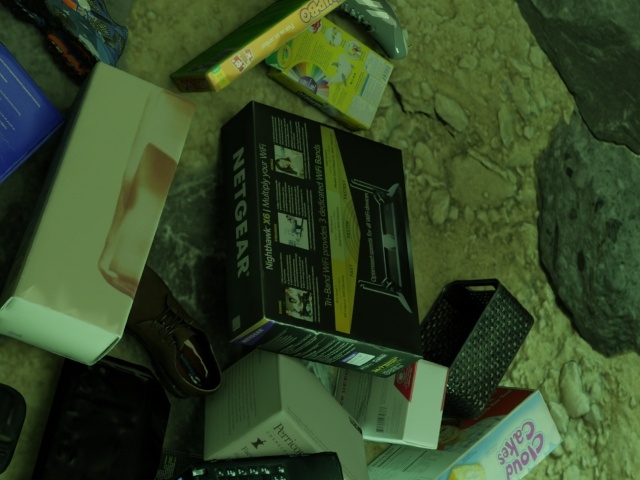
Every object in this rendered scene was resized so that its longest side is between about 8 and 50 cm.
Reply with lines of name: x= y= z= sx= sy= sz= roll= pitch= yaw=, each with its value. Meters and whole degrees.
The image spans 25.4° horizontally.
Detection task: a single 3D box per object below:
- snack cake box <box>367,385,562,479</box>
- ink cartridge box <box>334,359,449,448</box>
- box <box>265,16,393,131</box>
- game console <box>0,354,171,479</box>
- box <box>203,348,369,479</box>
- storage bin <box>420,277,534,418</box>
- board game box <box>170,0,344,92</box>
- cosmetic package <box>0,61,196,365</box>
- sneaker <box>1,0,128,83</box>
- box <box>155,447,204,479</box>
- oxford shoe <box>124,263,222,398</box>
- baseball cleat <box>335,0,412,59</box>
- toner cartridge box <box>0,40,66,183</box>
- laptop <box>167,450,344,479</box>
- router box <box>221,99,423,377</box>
snack cake box: x=0.177 y=0.301 z=1.904 sx=0.264 sy=0.152 sz=0.089 roll=-35 pitch=107 yaw=-30
ink cartridge box: x=0.088 y=0.210 z=1.850 sx=0.063 sy=0.150 sz=0.109 roll=17 pitch=78 yaw=-36
box: x=0.006 y=-0.231 z=1.885 sx=0.179 sy=0.043 sz=0.105 roll=32 pitch=71 yaw=-30
game console: x=-0.350 y=0.200 z=1.578 sx=0.361 sy=0.044 sz=0.213 roll=21 pitch=61 yaw=-16
box: x=-0.041 y=0.246 z=1.725 sx=0.119 sy=0.182 sz=0.181 roll=-36 pitch=112 yaw=13
storage bin: x=0.195 y=0.147 z=1.942 sx=0.084 sy=0.122 sz=0.180 roll=44 pitch=65 yaw=-24
board game box: x=-0.059 y=-0.267 z=1.765 sx=0.259 sy=0.124 sz=0.039 roll=-40 pitch=110 yaw=-17
cosmetic package: x=-0.254 y=-0.028 z=1.594 sx=0.129 sy=0.153 sz=0.296 roll=23 pitch=67 yaw=-16
sneaker: x=-0.309 y=-0.287 z=1.663 sx=0.221 sy=0.083 sz=0.087 roll=55 pitch=47 yaw=-25
box: x=-0.214 y=0.379 z=1.689 sx=0.216 sy=0.060 sz=0.270 roll=16 pitch=78 yaw=-33
oxford shoe: x=-0.188 y=0.094 z=1.703 sx=0.083 sy=0.096 sz=0.227 roll=-47 pitch=110 yaw=-25
baseball cleat: x=0.037 y=-0.319 z=1.906 sx=0.109 sy=0.072 sz=0.206 roll=-34 pitch=102 yaw=-17
toner cartridge box: x=-0.455 y=-0.208 z=1.550 sx=0.165 sy=0.075 sz=0.348 roll=-49 pitch=113 yaw=-27
laptop: x=-0.096 y=0.379 z=1.611 sx=0.136 sy=0.264 sz=0.234 roll=-76 pitch=158 yaw=-61
router box: x=0.000 y=0.000 z=1.780 sx=0.243 sy=0.081 sz=0.309 roll=17 pitch=56 yaw=-33
